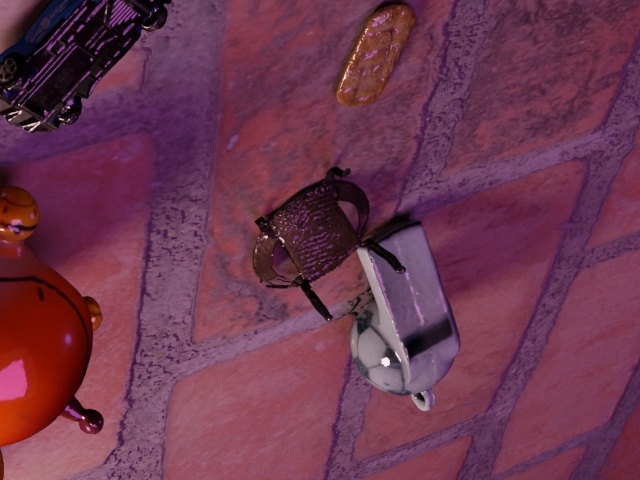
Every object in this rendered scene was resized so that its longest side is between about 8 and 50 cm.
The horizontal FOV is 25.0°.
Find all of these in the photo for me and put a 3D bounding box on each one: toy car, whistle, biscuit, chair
[{"bbox_3d":[-0.227,-0.195,1.358,0.216,0.063,0.103,-47,147,7],"label":"toy car"},{"bbox_3d":[0.106,0.109,2.000,0.163,0.163,0.289,-25,108,-17],"label":"whistle"},{"bbox_3d":[0.063,-0.210,1.644,0.071,0.018,0.147,-6,136,-36],"label":"biscuit"},{"bbox_3d":[0.000,0.000,1.794,0.174,0.149,0.213,-34,-171,-8],"label":"chair"}]

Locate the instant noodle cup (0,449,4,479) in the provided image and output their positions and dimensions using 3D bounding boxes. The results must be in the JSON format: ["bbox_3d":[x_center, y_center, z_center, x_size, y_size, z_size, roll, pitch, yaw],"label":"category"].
[{"bbox_3d":[-0.476,0.307,1.690,0.168,0.168,0.185,-5,144,-38],"label":"instant noodle cup"}]

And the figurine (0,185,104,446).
[{"bbox_3d":[-0.369,0.097,1.473,0.323,0.196,0.320,29,105,-44],"label":"figurine"}]
